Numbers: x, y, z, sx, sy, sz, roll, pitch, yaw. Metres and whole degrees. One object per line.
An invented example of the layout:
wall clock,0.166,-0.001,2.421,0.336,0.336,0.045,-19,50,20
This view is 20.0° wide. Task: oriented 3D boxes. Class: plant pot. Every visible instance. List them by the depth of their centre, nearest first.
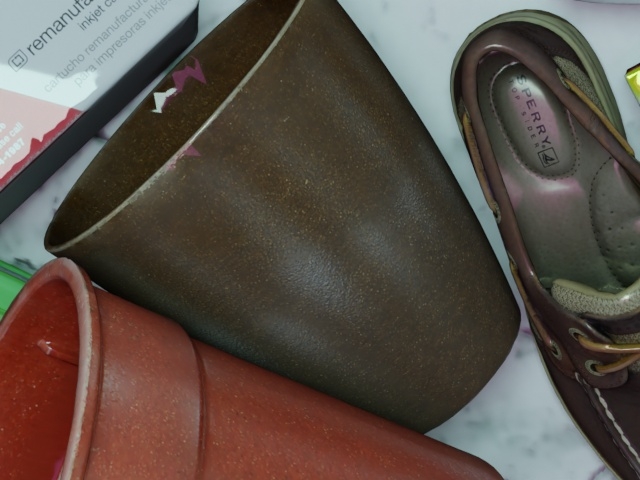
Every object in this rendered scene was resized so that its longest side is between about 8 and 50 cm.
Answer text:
plant pot,-0.053,0.176,0.954,0.265,0.272,0.272,18,103,-21
plant pot,0.000,0.000,1.041,0.230,0.215,0.215,43,104,-15

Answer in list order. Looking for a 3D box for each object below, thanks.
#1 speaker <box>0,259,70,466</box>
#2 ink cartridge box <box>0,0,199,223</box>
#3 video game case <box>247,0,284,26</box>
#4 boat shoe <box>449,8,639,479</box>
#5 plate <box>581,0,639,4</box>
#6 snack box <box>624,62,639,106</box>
speaker,-0.251,0.059,1.117,0.296,0.131,0.131,25,102,5
ink cartridge box,-0.233,-0.161,1.056,0.197,0.114,0.273,-44,90,-7
video game case,-0.039,-0.277,1.077,0.227,0.026,0.206,43,103,1
boat shoe,0.169,0.029,1.044,0.123,0.123,0.342,-23,95,12
plate,0.267,-0.263,0.980,0.277,0.045,0.278,5,87,13
snack box,0.303,-0.066,1.033,0.207,0.070,0.174,-26,92,13
